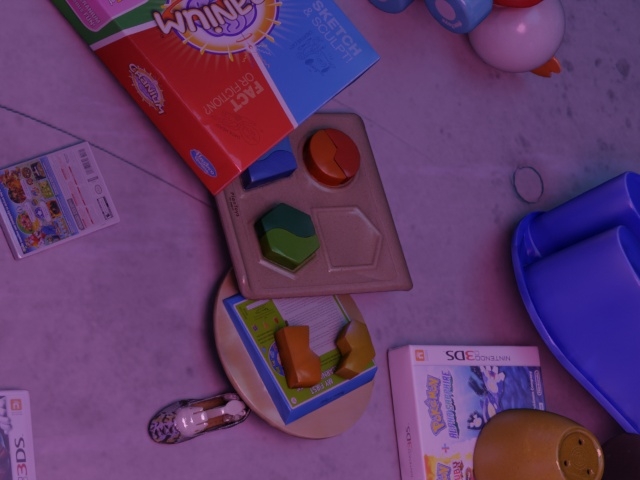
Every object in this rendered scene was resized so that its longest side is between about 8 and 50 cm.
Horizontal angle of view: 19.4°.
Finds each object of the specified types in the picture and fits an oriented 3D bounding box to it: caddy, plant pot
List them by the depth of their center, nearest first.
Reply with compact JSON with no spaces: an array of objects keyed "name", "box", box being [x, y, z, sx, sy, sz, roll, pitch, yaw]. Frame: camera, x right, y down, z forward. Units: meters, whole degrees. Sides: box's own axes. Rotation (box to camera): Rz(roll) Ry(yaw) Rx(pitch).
[{"name":"plant pot","box":[0.244,0.238,1.989,0.134,0.095,0.134,11,71,-34]},{"name":"caddy","box":[0.355,0.092,2.124,0.341,0.179,0.241,45,33,-17]}]

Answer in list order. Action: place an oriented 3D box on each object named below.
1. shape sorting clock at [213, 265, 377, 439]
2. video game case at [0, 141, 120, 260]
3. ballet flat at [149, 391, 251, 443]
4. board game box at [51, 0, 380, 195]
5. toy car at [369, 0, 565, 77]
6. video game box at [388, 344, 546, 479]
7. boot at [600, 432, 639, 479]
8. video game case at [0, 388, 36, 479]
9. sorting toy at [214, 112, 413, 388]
[{"name":"shape sorting clock","box":[-0.026,0.106,1.922,0.206,0.040,0.206,22,51,-30]},{"name":"video game case","box":[-0.261,-0.040,1.822,0.122,0.011,0.087,-23,90,-38]},{"name":"ballet flat","box":[-0.114,0.172,1.846,0.114,0.041,0.041,-13,84,-37]},{"name":"board game box","box":[-0.121,-0.238,1.920,0.316,0.064,0.242,50,54,-3]},{"name":"toy car","box":[0.198,-0.275,2.147,0.219,0.210,0.238,-45,133,-23]},{"name":"video game box","box":[0.167,0.214,2.031,0.187,0.048,0.205,2,76,-33]},{"name":"boot","box":[0.321,0.364,2.055,0.115,0.112,0.305,22,80,-43]},{"name":"video game case","box":[-0.341,0.221,1.679,0.190,0.022,0.173,1,75,-35]},{"name":"sorting toy","box":[0.000,0.000,1.942,0.229,0.041,0.307,-1,65,-36]}]
